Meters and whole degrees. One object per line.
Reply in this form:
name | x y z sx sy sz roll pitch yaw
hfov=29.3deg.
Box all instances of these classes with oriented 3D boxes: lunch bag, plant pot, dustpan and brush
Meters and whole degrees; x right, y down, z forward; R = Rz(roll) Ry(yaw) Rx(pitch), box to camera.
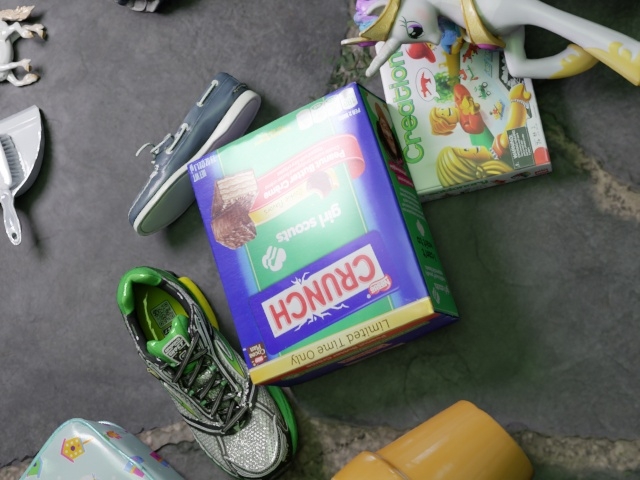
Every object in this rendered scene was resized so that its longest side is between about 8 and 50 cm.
lunch bag | -0.279 0.382 1.605 0.279 0.108 0.224 35 92 18
plant pot | 0.149 0.302 1.479 0.188 0.205 0.205 -42 72 -12
dustpan and brush | -0.452 -0.085 1.759 0.147 0.060 0.211 -23 75 9

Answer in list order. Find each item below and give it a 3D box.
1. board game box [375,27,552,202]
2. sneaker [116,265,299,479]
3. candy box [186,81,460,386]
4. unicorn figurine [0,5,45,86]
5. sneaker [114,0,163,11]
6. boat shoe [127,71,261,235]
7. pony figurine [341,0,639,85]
board game box | 0.181 -0.218 1.632 0.193 0.053 0.305 -14 77 12
sneaker | -0.162 0.177 1.595 0.134 0.146 0.343 -42 74 3
candy box | 0.000 0.000 1.578 0.268 0.122 0.317 -24 75 21
unicorn figurine | -0.472 -0.270 1.807 0.111 0.060 0.162 5 65 15
sneaker | -0.273 -0.430 1.768 0.226 0.086 0.163 44 108 35
boat shoe | -0.187 -0.121 1.683 0.079 0.095 0.254 37 88 16
pony figurine | 0.221 -0.360 1.502 0.364 0.303 0.351 6 91 2
